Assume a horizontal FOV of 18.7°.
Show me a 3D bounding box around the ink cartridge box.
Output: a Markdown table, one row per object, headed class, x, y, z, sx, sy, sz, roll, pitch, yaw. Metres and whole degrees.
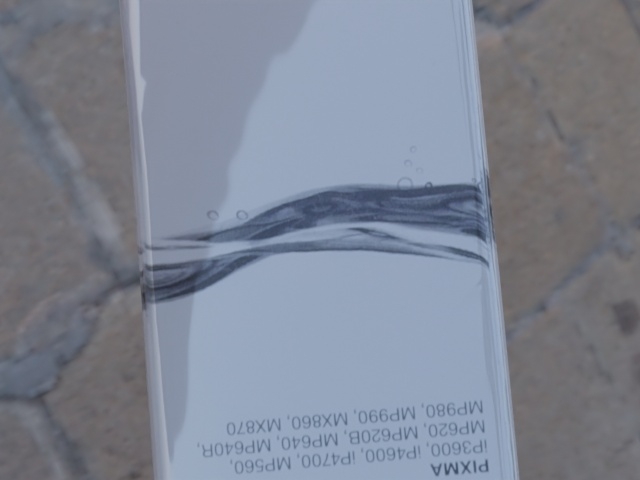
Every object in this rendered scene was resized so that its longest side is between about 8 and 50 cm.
| class | x | y | z | sx | sy | sz | roll | pitch | yaw |
| --- | --- | --- | --- | --- | --- | --- | --- | --- | --- |
| ink cartridge box | 0.000 | 0.000 | 0.535 | 0.092 | 0.158 | 0.218 | -7 | 81 | 1 |
